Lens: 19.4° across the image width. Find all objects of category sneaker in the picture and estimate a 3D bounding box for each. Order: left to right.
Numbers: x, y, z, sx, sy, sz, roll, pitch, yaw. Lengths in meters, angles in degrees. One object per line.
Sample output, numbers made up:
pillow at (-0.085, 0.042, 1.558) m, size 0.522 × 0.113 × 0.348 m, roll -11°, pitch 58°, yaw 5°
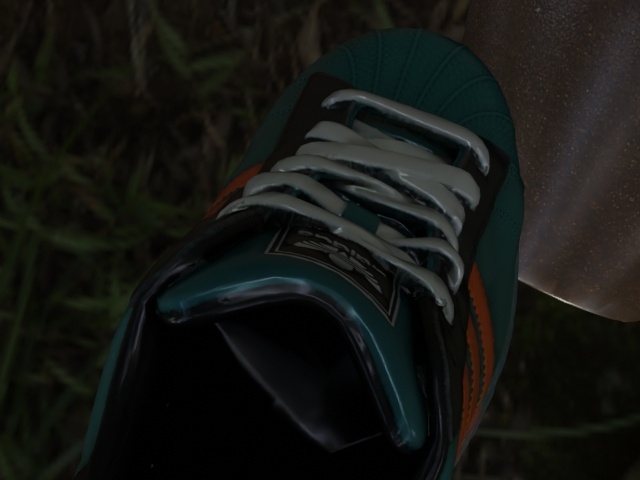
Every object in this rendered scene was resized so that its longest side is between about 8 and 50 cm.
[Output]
sneaker at (0.005, 0.026, 0.527) m, size 0.108 × 0.302 × 0.121 m, roll 21°, pitch 139°, yaw 1°

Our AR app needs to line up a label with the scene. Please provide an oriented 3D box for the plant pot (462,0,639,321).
plant pot at (0.151, -0.088, 0.859) m, size 0.215 × 0.215 × 0.230 m, roll 23°, pitch 103°, yaw -15°
